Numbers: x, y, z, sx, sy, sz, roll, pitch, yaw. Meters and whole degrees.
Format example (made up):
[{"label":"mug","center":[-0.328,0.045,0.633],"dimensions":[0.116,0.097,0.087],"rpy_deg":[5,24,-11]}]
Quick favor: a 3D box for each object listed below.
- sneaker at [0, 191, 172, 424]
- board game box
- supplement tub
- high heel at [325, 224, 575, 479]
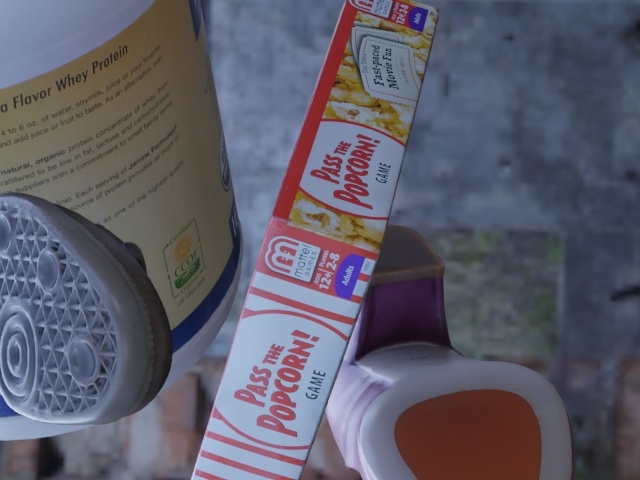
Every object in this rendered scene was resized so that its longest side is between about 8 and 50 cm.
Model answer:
[{"label":"sneaker","center":[-0.083,0.013,0.611],"dimensions":[0.188,0.071,0.066],"rpy_deg":[20,108,56]},{"label":"board game box","center":[0.000,0.000,0.784],"dimensions":[0.193,0.045,0.147],"rpy_deg":[-74,2,-55]},{"label":"supplement tub","center":[-0.167,-0.082,0.904],"dimensions":[0.228,0.228,0.316],"rpy_deg":[-81,-12,-48]},{"label":"high heel","center":[0.076,0.148,1.135],"dimensions":[0.377,0.127,0.181],"rpy_deg":[-101,8,-62]}]
